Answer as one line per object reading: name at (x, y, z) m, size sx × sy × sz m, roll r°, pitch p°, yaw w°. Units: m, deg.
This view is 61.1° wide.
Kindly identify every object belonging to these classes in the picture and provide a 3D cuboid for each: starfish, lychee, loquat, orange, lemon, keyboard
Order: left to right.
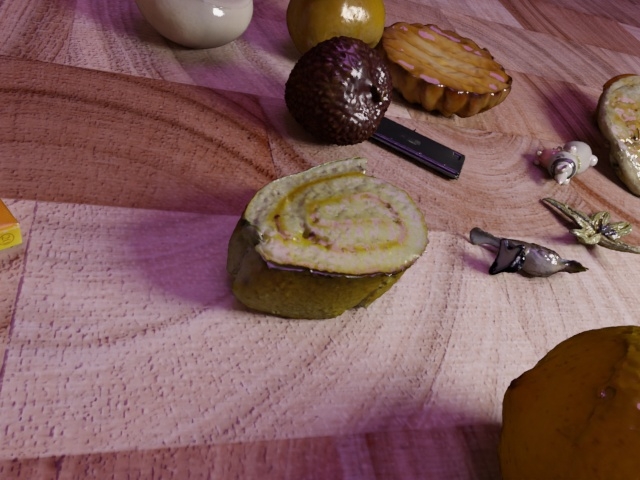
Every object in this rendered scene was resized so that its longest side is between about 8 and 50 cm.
loquat at (0.031, -0.468, 1.146) m, size 0.213 × 0.213 × 0.213 m, roll 12°, pitch 44°, yaw -12°
lychee at (0.034, -0.258, 0.950) m, size 0.195 × 0.194 × 0.194 m, roll 12°, pitch 44°, yaw -12°
keyboard at (0.171, -0.190, 1.049) m, size 0.230 × 0.025 × 0.093 m, roll 28°, pitch 44°, yaw 5°
starfish at (0.514, -0.025, 1.017) m, size 0.224 × 0.050 × 0.217 m, roll -7°, pitch 43°, yaw -44°
orange at (0.776, -0.349, 1.395) m, size 0.134 × 0.154 × 0.154 m, roll -9°, pitch 34°, yaw 27°
lemon at (0.315, 0.220, 0.524) m, size 0.293 × 0.293 × 0.293 m, roll 12°, pitch 44°, yaw -12°

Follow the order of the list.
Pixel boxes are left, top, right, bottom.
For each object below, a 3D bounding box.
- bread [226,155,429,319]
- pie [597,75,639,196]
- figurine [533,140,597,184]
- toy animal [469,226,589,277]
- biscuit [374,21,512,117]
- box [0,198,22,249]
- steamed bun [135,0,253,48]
bread at (0.000, 0.000, 0.702) m, size 0.257 × 0.124 × 0.185 m, roll -12°, pitch 60°, yaw -22°
pie at (0.784, -0.238, 1.243) m, size 0.339 × 0.077 × 0.339 m, roll 3°, pitch 71°, yaw -8°
figurine at (0.503, -0.156, 1.143) m, size 0.146 × 0.081 × 0.098 m, roll -25°, pitch 17°, yaw -34°
toy animal at (0.349, 0.027, 0.882) m, size 0.203 × 0.070 × 0.105 m, roll 11°, pitch 25°, yaw -8°
biscuit at (0.269, -0.384, 1.231) m, size 0.326 × 0.107 × 0.325 m, roll 11°, pitch 42°, yaw -10°
box at (-0.486, -0.010, 0.567) m, size 0.269 × 0.043 × 0.152 m, roll -27°, pitch 62°, yaw -40°
steamed bun at (-0.252, -0.459, 1.045) m, size 0.232 × 0.145 × 0.231 m, roll 21°, pitch 45°, yaw -23°
